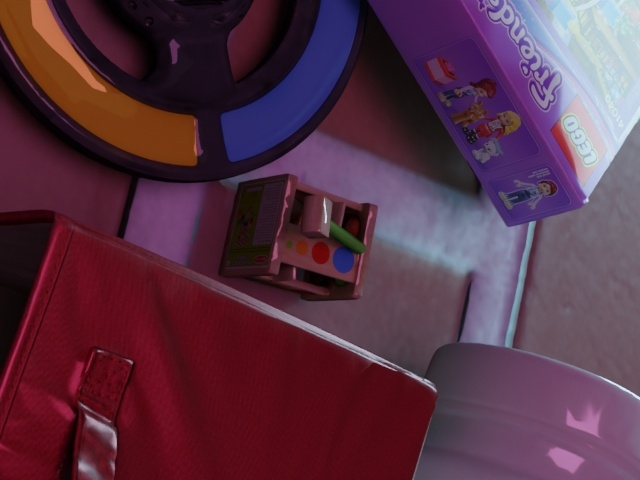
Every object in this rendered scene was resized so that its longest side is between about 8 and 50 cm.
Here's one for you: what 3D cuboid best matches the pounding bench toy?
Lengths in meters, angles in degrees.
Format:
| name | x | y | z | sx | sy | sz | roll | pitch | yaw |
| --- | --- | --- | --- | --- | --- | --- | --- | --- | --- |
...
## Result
| name | x | y | z | sx | sy | sz | roll | pitch | yaw |
| --- | --- | --- | --- | --- | --- | --- | --- | --- | --- |
| pounding bench toy | 0.000 | 0.000 | 0.681 | 0.065 | 0.083 | 0.052 | 18 | 77 | -31 |

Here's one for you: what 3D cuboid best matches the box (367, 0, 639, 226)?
| name | x | y | z | sx | sy | sz | roll | pitch | yaw |
| --- | --- | --- | --- | --- | --- | --- | --- | --- | --- |
| box | 0.094 | -0.183 | 0.746 | 0.293 | 0.057 | 0.201 | 56 | 46 | -17 |

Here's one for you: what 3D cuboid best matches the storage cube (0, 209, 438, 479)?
| name | x | y | z | sx | sy | sz | roll | pitch | yaw |
| --- | --- | --- | --- | --- | --- | --- | --- | --- | --- |
| storage cube | -0.098 | 0.110 | 0.538 | 0.193 | 0.215 | 0.184 | 27 | 72 | -36 |

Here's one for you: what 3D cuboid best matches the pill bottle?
| name | x | y | z | sx | sy | sz | roll | pitch | yaw |
| --- | --- | --- | --- | --- | --- | --- | --- | --- | --- |
| pill bottle | 0.075 | 0.204 | 0.675 | 0.162 | 0.162 | 0.278 | 30 | 71 | -29 |

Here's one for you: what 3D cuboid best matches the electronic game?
| name | x | y | z | sx | sy | sz | roll | pitch | yaw |
| --- | --- | --- | --- | --- | --- | --- | --- | --- | --- |
| electronic game | -0.071 | -0.143 | 0.664 | 0.229 | 0.048 | 0.229 | 2 | 86 | -33 |
